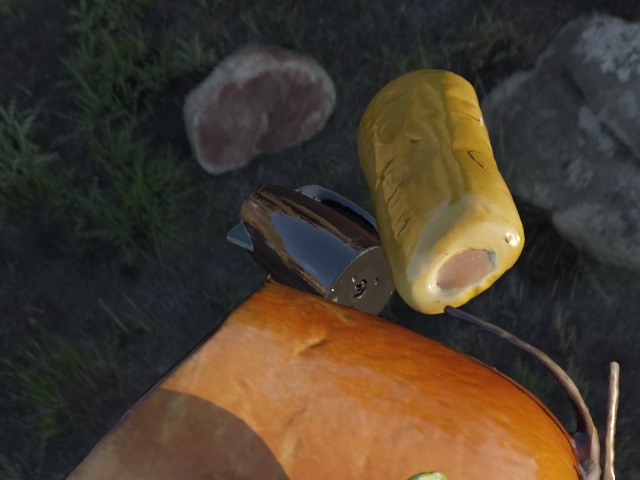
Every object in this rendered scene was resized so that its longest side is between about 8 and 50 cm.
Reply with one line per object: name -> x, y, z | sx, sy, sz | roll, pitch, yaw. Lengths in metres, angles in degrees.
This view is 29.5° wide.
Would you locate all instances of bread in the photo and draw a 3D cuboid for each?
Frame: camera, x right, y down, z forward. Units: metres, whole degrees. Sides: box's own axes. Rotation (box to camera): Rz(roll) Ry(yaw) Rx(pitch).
bread -> 0.107, -0.064, 1.197 | 0.142, 0.091, 0.305 | -38, 33, 20

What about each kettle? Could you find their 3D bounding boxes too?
kettle -> 0.000, 0.000, 1.719 | 0.202, 0.144, 0.232 | -30, 51, -29

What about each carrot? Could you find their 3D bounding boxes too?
carrot -> 0.033, 0.140, 0.638 | 0.331, 0.193, 0.214 | 27, 61, -2

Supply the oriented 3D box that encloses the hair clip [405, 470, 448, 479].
hair clip -> 0.005, 0.179, 0.502 | 0.033, 0.060, 0.188 | 23, 90, 40
